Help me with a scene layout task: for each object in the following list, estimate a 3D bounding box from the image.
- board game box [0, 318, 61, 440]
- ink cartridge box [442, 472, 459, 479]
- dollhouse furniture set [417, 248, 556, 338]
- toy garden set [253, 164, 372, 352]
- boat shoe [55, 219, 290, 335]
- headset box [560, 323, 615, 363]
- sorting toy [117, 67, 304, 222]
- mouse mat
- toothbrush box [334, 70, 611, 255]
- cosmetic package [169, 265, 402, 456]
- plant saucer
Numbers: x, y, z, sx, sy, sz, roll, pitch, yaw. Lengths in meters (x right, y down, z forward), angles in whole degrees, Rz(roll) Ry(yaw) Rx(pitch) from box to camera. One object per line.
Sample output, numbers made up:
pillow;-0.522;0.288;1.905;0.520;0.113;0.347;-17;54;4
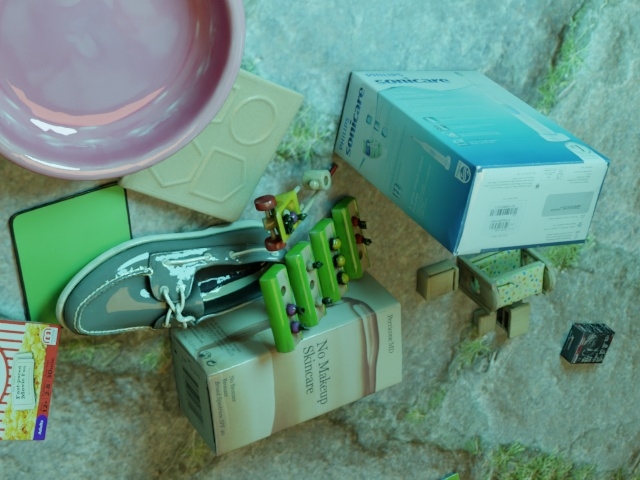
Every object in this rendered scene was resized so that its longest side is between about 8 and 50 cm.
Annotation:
board game box;-0.407;0.164;1.686;0.193;0.045;0.146;10;86;-52
ink cartridge box;0.156;0.528;2.336;0.255;0.097;0.188;-27;130;-16
dollhouse furniture set;0.248;0.107;2.122;0.182;0.101;0.161;-18;127;-23
toy garden set;0.000;0.000;1.837;0.244;0.049;0.203;-45;130;-50
boat shoe;-0.178;0.057;1.801;0.319;0.099;0.116;-17;128;-28
headset box;0.441;0.172;2.340;0.083;0.032;0.062;2;116;-34
sorting toy;-0.137;-0.130;1.761;0.208;0.038;0.193;16;108;-44
mouse mat;-0.305;0.024;1.764;0.153;0.007;0.189;-19;127;-23
toothbrush box;0.188;-0.109;1.811;0.216;0.295;0.126;-5;122;-32
cosmetic package;-0.044;0.161;1.943;0.296;0.129;0.153;-21;127;-22
plant saucer;-0.251;-0.227;1.562;0.332;0.084;0.332;-11;126;-16
